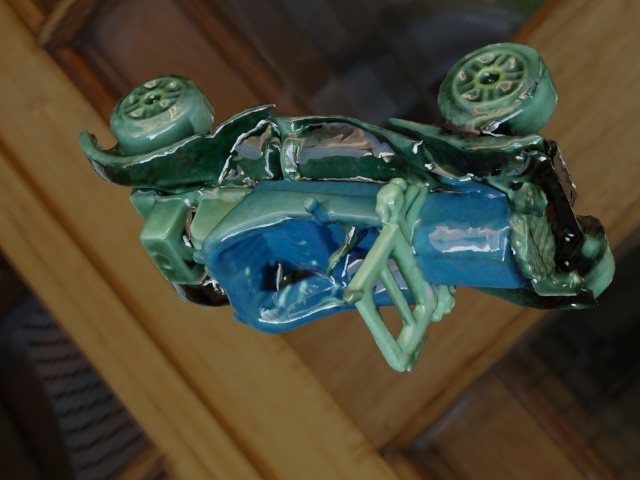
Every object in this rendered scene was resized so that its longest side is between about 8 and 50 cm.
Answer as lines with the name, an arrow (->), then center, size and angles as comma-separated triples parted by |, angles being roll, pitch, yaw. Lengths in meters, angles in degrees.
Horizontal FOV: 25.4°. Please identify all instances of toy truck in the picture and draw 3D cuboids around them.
toy truck -> 0.001, 0.000, 0.405 | 0.080, 0.154, 0.078 | 61, 42, -39
